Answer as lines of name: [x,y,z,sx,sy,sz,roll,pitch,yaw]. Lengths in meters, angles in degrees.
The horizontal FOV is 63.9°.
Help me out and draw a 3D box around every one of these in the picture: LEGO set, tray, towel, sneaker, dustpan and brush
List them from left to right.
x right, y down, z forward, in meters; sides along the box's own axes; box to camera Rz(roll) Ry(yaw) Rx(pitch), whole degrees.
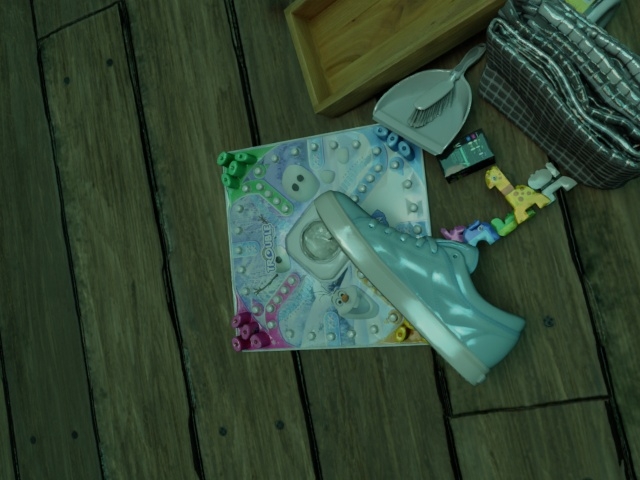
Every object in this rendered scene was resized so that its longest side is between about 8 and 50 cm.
tray: [0.133,-0.380,0.807,0.410,0.076,0.203,-22,80,37]
sneaker: [0.152,0.036,0.779,0.150,0.135,0.366,-44,87,2]
dustpan and brush: [0.203,-0.248,0.838,0.147,0.060,0.211,38,67,27]
LEGO set: [0.275,-0.056,0.803,0.227,0.087,0.093,-38,77,14]
towel: [0.340,-0.196,0.706,0.121,0.235,0.284,-45,75,14]

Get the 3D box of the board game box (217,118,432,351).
board game box: [0.000,0.000,0.920,0.389,0.050,0.390,-6,86,20]

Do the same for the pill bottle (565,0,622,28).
pill bottle: [0.348,-0.378,0.778,0.103,0.103,0.184,-45,74,13]

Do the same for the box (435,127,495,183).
box: [0.234,-0.136,0.832,0.083,0.062,0.052,-24,79,17]
